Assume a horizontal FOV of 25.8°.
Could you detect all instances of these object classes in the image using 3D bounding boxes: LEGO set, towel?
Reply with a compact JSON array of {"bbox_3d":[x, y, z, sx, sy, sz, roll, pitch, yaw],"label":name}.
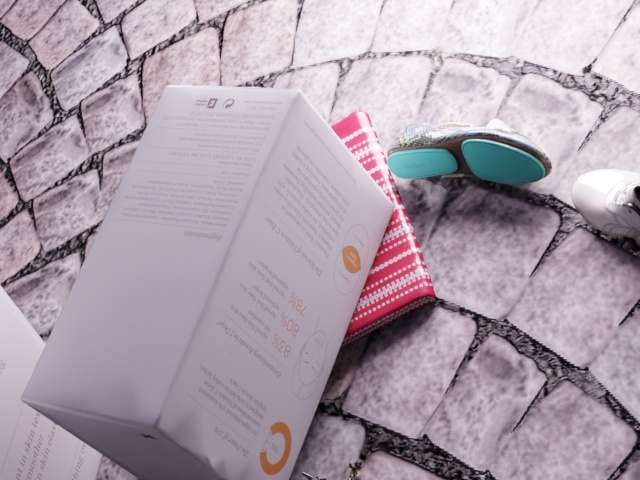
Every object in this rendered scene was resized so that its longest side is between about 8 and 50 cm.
[{"bbox_3d":[0.004,0.242,1.311,0.083,0.023,0.054,-13,55,12],"label":"LEGO set"},{"bbox_3d":[0.000,0.000,1.474,0.198,0.031,0.275,-29,49,13],"label":"towel"}]

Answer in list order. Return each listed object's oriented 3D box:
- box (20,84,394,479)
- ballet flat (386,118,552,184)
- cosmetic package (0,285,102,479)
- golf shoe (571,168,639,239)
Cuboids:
[{"bbox_3d":[-0.096,0.053,1.333,0.168,0.215,0.345,6,64,34],"label":"box"},{"bbox_3d":[0.154,-0.097,1.411,0.188,0.070,0.070,6,64,34],"label":"ballet flat"},{"bbox_3d":[-0.456,0.216,1.333,0.327,0.394,0.329,-5,48,20],"label":"cosmetic package"},{"bbox_3d":[0.290,-0.036,1.254,0.176,0.086,0.069,26,79,45],"label":"golf shoe"}]
